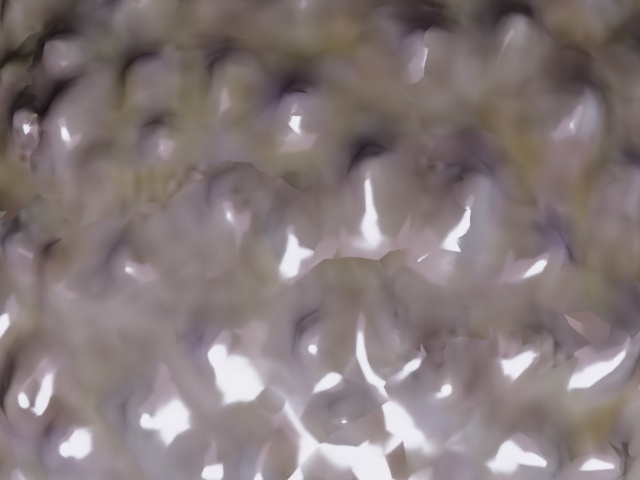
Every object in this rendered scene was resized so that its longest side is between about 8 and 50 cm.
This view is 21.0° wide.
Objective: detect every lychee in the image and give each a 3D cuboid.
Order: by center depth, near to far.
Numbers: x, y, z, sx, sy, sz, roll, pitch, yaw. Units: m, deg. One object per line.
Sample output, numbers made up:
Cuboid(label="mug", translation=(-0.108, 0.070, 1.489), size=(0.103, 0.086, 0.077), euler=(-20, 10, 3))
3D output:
Cuboid(label="lychee", translation=(0.000, 0.000, 0.627), size=(0.380, 0.380, 0.432), euler=(18, 74, -8))
